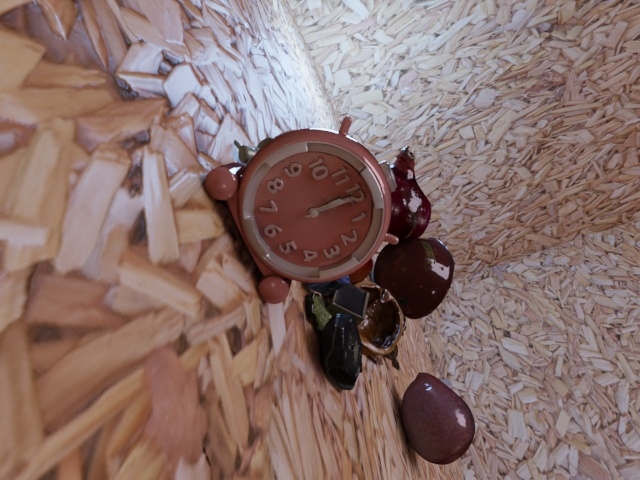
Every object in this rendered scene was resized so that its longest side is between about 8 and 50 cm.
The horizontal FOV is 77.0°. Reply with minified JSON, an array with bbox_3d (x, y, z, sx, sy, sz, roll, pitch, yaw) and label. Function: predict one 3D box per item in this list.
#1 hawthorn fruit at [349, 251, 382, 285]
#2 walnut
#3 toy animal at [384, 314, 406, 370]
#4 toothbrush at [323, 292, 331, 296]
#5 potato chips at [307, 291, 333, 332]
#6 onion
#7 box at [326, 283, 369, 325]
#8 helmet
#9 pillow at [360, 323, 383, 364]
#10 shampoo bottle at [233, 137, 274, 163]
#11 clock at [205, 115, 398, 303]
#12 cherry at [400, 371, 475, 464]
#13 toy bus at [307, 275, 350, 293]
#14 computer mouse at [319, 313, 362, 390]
[{"bbox_3d":[0.073,0.052,1.016,0.125,0.140,0.125,41,-6,5],"label":"hawthorn fruit"},{"bbox_3d":[0.107,0.195,0.961,0.167,0.087,0.211,47,36,-1],"label":"walnut"},{"bbox_3d":[0.225,0.307,1.366,0.259,0.087,0.243,60,30,-42],"label":"toy animal"},{"bbox_3d":[0.057,0.139,1.016,0.288,0.024,0.021,31,43,-69],"label":"toothbrush"},{"bbox_3d":[0.022,0.173,0.819,0.091,0.028,0.207,-95,158,-44],"label":"potato chips"},{"bbox_3d":[0.280,-0.180,1.570,0.347,0.349,0.384,-79,-172,-65],"label":"onion"},{"bbox_3d":[0.059,0.133,0.882,0.083,0.035,0.079,27,43,-7],"label":"box"},{"bbox_3d":[0.341,0.114,1.658,0.230,0.337,0.384,23,42,-22],"label":"helmet"},{"bbox_3d":[0.131,0.257,1.106,0.232,0.043,0.126,56,24,-52],"label":"pillow"},{"bbox_3d":[-0.046,-0.141,0.781,0.263,0.085,0.085,4,64,-49],"label":"shampoo bottle"},{"bbox_3d":[-0.006,-0.054,0.600,0.142,0.242,0.227,-77,144,-72],"label":"clock"},{"bbox_3d":[0.333,0.528,1.192,0.239,0.206,0.239,39,-5,4],"label":"cherry"},{"bbox_3d":[0.003,-0.001,0.855,0.094,0.079,0.236,32,36,-44],"label":"toy bus"},{"bbox_3d":[0.036,0.206,0.747,0.192,0.062,0.105,71,25,-45],"label":"computer mouse"}]
